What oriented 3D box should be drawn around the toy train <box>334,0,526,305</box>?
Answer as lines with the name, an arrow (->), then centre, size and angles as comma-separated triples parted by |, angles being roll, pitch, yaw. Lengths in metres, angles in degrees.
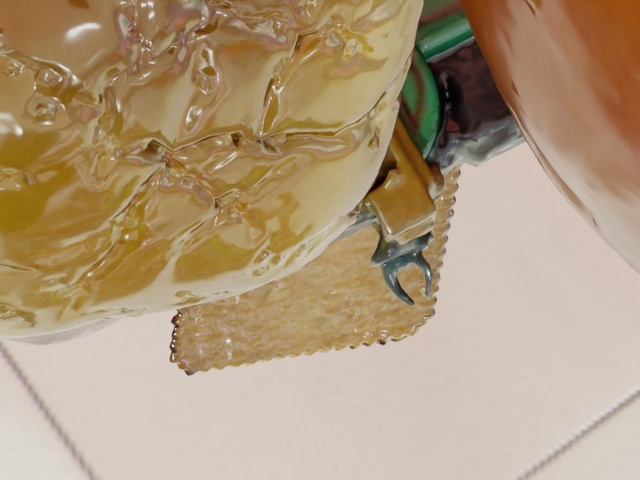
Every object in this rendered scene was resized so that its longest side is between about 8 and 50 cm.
toy train -> 0.008, -0.174, 1.247 | 0.249, 0.178, 0.429 | -27, 87, 0

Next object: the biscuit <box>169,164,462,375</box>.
biscuit -> 0.000, 0.000, 1.553 | 0.237, 0.013, 0.232 | -9, 127, -24

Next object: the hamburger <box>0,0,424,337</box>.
hamburger -> -0.097, -0.092, 0.932 | 0.319, 0.318, 0.158 | -36, 50, -3

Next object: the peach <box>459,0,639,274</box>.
peach -> 0.201, -0.114, 0.482 | 0.343, 0.302, 0.342 | 0, 89, -17

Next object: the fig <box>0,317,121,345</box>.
fig -> -0.190, -0.044, 1.406 | 0.224, 0.263, 0.224 | 1, 76, -4
